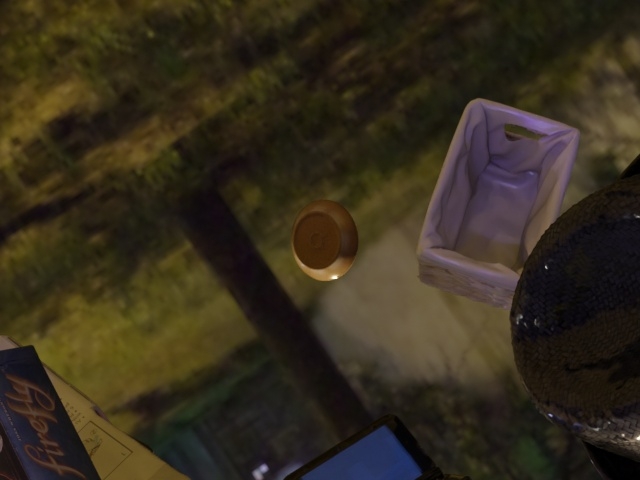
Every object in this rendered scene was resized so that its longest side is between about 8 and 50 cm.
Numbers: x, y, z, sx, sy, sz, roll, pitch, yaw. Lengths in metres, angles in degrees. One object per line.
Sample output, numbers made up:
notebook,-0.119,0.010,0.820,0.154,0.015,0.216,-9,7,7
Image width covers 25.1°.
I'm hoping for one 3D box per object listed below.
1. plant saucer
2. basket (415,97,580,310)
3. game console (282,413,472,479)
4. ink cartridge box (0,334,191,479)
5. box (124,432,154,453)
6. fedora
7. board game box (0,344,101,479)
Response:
plant saucer,0.000,0.000,1.463,0.083,0.083,0.015,-37,162,29
basket,0.164,-0.029,1.340,0.103,0.113,0.167,85,24,-70
game console,0.053,0.236,1.391,0.144,0.085,0.124,-30,-177,-19
ink cartridge box,-0.238,0.216,0.889,0.296,0.066,0.261,-43,-141,-18
box,-0.259,0.221,1.322,0.077,0.180,0.147,-55,169,-50
fedora,0.232,0.046,0.873,0.152,0.334,0.334,4,151,-36
board game box,-0.143,0.197,0.694,0.042,0.243,0.165,-4,146,-51
